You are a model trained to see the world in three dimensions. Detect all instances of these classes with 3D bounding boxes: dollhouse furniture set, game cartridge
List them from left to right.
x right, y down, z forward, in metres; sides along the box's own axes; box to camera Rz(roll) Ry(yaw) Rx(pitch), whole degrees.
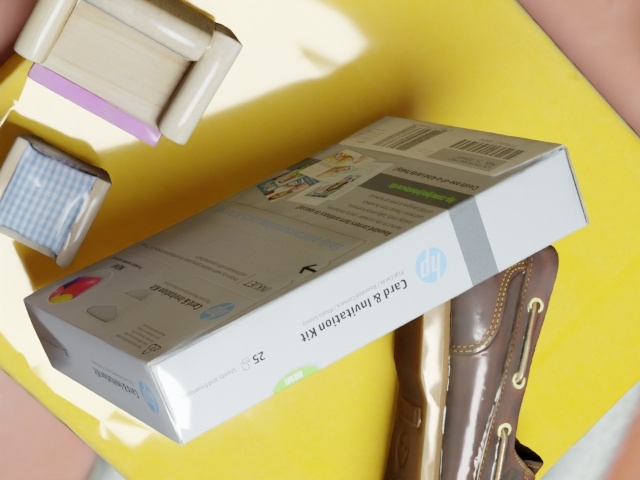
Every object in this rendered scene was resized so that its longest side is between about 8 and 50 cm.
[{"bbox_3d":[-0.226,-0.013,0.691,0.286,0.198,0.303,30,97,-7],"label":"dollhouse furniture set"},{"bbox_3d":[0.000,0.000,0.864,0.285,0.053,0.324,-45,108,0],"label":"game cartridge"}]

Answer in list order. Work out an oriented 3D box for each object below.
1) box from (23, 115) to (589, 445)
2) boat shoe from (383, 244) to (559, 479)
[{"bbox_3d":[-0.009,0.008,0.739,0.186,0.145,0.038,-27,109,-21],"label":"box"},{"bbox_3d":[0.067,0.098,0.839,0.073,0.073,0.207,4,104,-13],"label":"boat shoe"}]
